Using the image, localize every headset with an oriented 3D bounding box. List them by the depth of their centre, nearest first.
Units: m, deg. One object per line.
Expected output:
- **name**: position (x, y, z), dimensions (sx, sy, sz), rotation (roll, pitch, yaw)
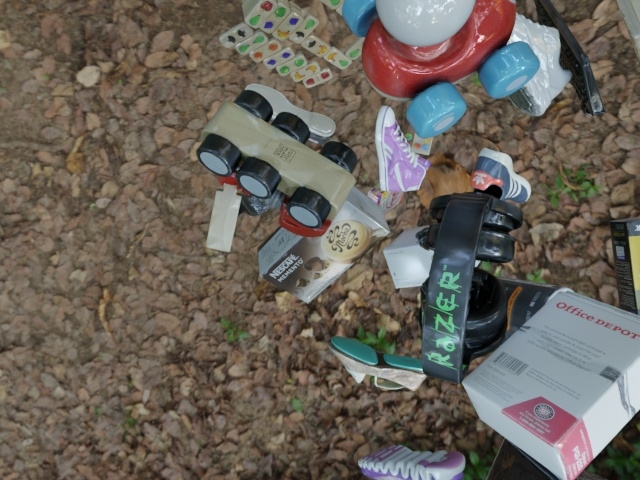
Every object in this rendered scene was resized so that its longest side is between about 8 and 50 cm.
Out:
- **headset**: position (0.189, 0.040, 0.760), dimensions (0.185, 0.394, 0.244), rotation (9, 107, 23)

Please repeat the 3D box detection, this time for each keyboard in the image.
- **keyboard**: position (0.457, -0.330, 0.951), dimensions (0.033, 0.317, 0.201), rotation (-23, 130, 26)

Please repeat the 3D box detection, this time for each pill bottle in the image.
- **pill bottle**: position (0.344, 0.134, 0.969), dimensions (0.245, 0.130, 0.131), rotation (7, 116, 57)

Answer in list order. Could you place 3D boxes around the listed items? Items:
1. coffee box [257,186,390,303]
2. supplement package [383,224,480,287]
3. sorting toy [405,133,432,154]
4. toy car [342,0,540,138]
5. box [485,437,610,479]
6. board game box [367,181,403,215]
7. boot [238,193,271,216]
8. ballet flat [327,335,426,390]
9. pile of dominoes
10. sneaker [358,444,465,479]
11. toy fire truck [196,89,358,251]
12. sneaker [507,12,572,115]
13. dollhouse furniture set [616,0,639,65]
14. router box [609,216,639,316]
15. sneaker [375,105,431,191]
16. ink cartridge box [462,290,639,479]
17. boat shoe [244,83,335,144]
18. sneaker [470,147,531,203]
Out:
- **coffee box**: position (0.000, 0.000, 1.274), dimensions (0.168, 0.119, 0.297), rotation (33, 116, -32)
- **supplement package**: position (0.379, 0.040, 1.705), dimensions (0.261, 0.204, 0.145), rotation (-12, 105, 38)
- **sorting toy**: position (0.283, -0.287, 1.501), dimensions (0.083, 0.012, 0.062), rotation (18, 109, 31)
- **toy car**: position (0.143, -0.284, 0.606), dimensions (0.210, 0.238, 0.219), rotation (-29, 77, 3)
- **box**: position (0.458, 0.658, 0.804), dimensions (0.471, 0.297, 0.481), rotation (24, 89, -7)
- **board game box**: position (0.225, -0.153, 1.775), dimensions (0.045, 0.193, 0.147), rotation (35, 143, 22)
- **boot**: position (-0.215, -0.181, 1.950), dimensions (0.264, 0.280, 0.096), rotation (-22, 107, 42)
- **ballet flat**: position (0.158, 0.375, 1.509), dimensions (0.315, 0.108, 0.106), rotation (18, 109, -4)
- **pile of dominoes**: position (-0.027, -0.353, 0.908), dimensions (0.196, 0.251, 0.040), rotation (-34, 57, 36)
- **sneaker**: position (0.162, 0.434, 0.923), dimensions (0.236, 0.095, 0.105), rotation (-19, 83, 50)
- **toy fire truck**: position (-0.087, -0.065, 0.790), dimensions (0.216, 0.246, 0.159), rotation (30, 67, -2)
- **sneaker**: position (0.327, -0.326, 0.844), dimensions (0.115, 0.090, 0.232), rotation (-41, 109, -2)
- **dollhouse furniture set**: position (0.436, -0.080, 0.397), dimensions (0.256, 0.362, 0.395), rotation (-21, 60, 34)
- **router box**: position (0.865, 0.051, 1.214), dimensions (0.308, 0.081, 0.243), rotation (-9, 92, 1)
- **sneaker**: position (0.258, -0.279, 1.574), dimensions (0.160, 0.102, 0.282), rotation (5, 130, 23)
- **ink cartridge box**: position (0.330, 0.183, 0.693), dimensions (0.217, 0.158, 0.092), rotation (-38, 118, -15)
- **boat shoe**: position (-0.112, -0.420, 1.769), dimensions (0.334, 0.112, 0.095), rotation (24, 153, -7)
- **sneaker**: position (0.570, -0.165, 1.667), dimensions (0.131, 0.350, 0.148), rotation (27, 90, 42)
